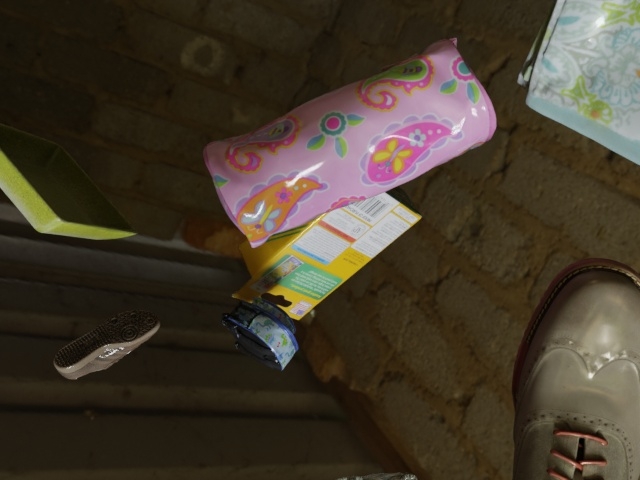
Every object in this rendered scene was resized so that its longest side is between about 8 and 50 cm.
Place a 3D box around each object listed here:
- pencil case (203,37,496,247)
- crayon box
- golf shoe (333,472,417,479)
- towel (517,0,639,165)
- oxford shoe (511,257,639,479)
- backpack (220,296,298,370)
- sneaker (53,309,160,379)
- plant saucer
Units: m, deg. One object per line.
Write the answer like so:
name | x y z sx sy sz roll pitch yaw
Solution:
pencil case | 0.030 -0.099 0.683 0.124 0.284 0.124 -25 -90 -88
crayon box | 0.000 0.000 1.250 0.203 0.323 0.083 28 -153 -49
golf shoe | 0.088 0.456 1.238 0.176 0.069 0.086 2 169 -11
towel | 0.465 -0.255 0.874 0.374 0.320 0.090 37 -140 29
oxford shoe | 0.220 0.191 0.572 0.123 0.348 0.130 6 -168 12
backpack | -0.090 0.153 1.138 0.114 0.084 0.105 27 152 35
sneaker | -0.371 0.184 1.204 0.188 0.071 0.066 -23 -121 -14
plant saucer | -0.354 -0.067 0.892 0.188 0.045 0.188 46 -174 12
